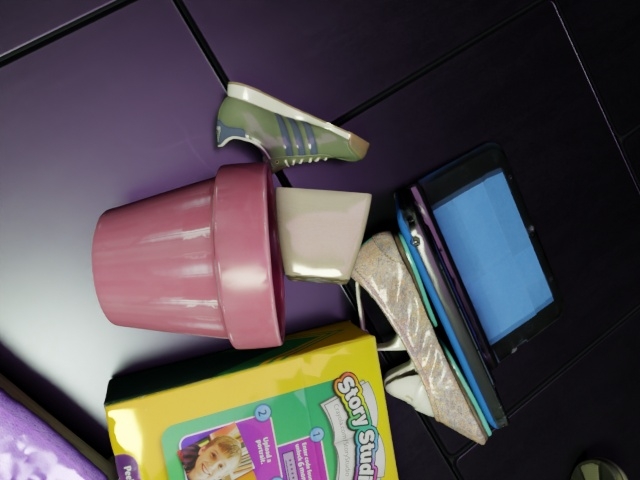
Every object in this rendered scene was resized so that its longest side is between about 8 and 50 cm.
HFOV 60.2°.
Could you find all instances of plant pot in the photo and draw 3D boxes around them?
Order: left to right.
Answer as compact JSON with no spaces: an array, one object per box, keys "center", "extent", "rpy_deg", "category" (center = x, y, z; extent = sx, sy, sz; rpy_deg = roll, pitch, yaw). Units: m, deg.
[{"center":[-0.136,0.022,0.604],"extent":[0.180,0.201,0.202],"rpy_deg":[-6,94,-1],"category":"plant pot"},{"center":[0.000,0.000,0.655],"extent":[0.108,0.109,0.096],"rpy_deg":[4,80,0],"category":"plant pot"}]

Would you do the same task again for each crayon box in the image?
[{"center":[-0.062,0.314,0.673],"extent":[0.312,0.106,0.363],"rpy_deg":[-11,96,-17],"category":"crayon box"}]

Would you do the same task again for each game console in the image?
[{"center":[0.228,0.040,0.719],"extent":[0.173,0.250,0.293],"rpy_deg":[-24,99,11],"category":"game console"}]

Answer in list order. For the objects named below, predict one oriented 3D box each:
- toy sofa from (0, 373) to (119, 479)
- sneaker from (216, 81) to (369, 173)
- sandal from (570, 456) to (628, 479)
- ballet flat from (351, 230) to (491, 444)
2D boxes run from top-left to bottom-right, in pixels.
[{"center":[-0.378,0.200,0.536],"extent":[0.150,0.177,0.362],"rpy_deg":[-45,103,-10],"category":"toy sofa"},{"center":[-0.040,-0.120,0.688],"extent":[0.192,0.064,0.086],"rpy_deg":[21,94,-16],"category":"sneaker"},{"center":[0.433,0.483,0.828],"extent":[0.086,0.120,0.303],"rpy_deg":[8,90,-31],"category":"sandal"},{"center":[0.119,0.142,0.734],"extent":[0.106,0.107,0.316],"rpy_deg":[-25,94,4],"category":"ballet flat"}]
